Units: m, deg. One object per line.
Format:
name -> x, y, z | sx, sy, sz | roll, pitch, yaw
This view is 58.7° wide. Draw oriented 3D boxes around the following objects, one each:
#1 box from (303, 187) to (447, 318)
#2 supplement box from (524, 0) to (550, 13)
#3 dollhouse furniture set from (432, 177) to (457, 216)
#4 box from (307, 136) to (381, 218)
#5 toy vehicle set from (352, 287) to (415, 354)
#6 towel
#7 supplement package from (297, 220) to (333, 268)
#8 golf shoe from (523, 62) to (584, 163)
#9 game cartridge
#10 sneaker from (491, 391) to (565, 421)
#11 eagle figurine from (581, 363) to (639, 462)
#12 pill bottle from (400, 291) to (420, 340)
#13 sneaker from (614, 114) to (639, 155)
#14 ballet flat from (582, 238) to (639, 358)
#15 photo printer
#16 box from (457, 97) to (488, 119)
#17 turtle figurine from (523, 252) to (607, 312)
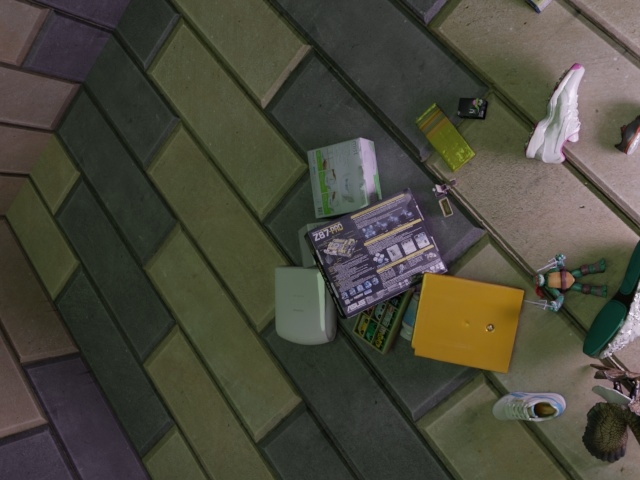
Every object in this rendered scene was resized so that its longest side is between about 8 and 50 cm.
box -> 0.186, 0.042, 1.923 | 0.395, 0.097, 0.318 | -24, 87, -13
supplement box -> 0.682, -0.775, 1.780 | 0.083, 0.056, 0.083 | -46, 69, 23
dollhouse furniture set -> 0.428, -0.144, 1.933 | 0.091, 0.081, 0.114 | -24, 79, 29
box -> 0.090, -0.225, 2.108 | 0.231, 0.127, 0.262 | -10, 85, 30
toy vehicle set -> 0.225, 0.256, 2.068 | 0.166, 0.035, 0.267 | 31, 107, 42
towel -> 0.428, -0.355, 1.966 | 0.102, 0.021, 0.237 | -43, 71, 30
supplement package -> 0.042, 0.012, 2.056 | 0.203, 0.194, 0.149 | -8, 85, -13
golf shoe -> 0.741, -0.378, 1.736 | 0.140, 0.115, 0.306 | 28, 112, 17
game cartridge -> 0.474, 0.267, 1.866 | 0.324, 0.053, 0.285 | 11, 97, 9
sneaker -> 0.651, 0.531, 1.808 | 0.229, 0.092, 0.087 | -19, 83, 31
eagle figurine -> 0.879, 0.518, 1.619 | 0.225, 0.226, 0.298 | 1, 86, 11
pill bottle -> 0.338, 0.268, 1.993 | 0.087, 0.087, 0.160 | 28, 105, 28
sneaker -> 0.909, -0.330, 1.654 | 0.065, 0.061, 0.158 | 34, 107, 33
ballet flat -> 0.909, 0.183, 1.629 | 0.147, 0.147, 0.409 | 29, 106, 27
photo printer -> -0.059, 0.252, 2.220 | 0.256, 0.107, 0.307 | 0, 91, 31
box -> 0.506, -0.439, 1.896 | 0.083, 0.052, 0.062 | 12, 96, 31
turtle figurine -> 0.738, 0.121, 1.734 | 0.234, 0.118, 0.175 | -4, 98, 18
